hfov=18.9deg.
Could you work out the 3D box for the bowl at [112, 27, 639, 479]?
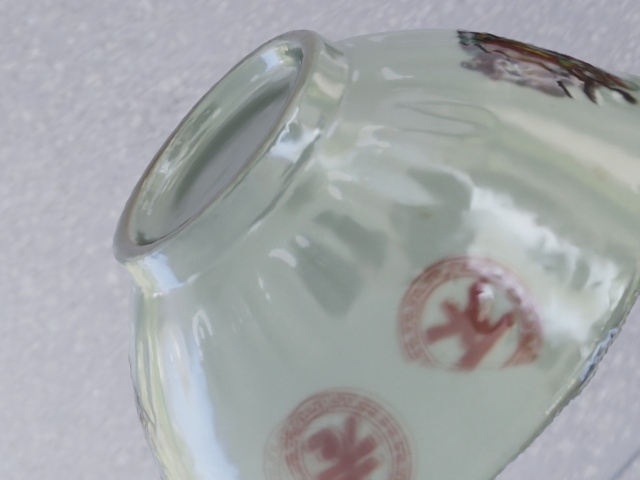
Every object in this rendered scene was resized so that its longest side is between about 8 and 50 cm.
[{"bbox_3d":[0.000,0.000,0.960,0.157,0.337,0.337,41,123,-20],"label":"bowl"}]
